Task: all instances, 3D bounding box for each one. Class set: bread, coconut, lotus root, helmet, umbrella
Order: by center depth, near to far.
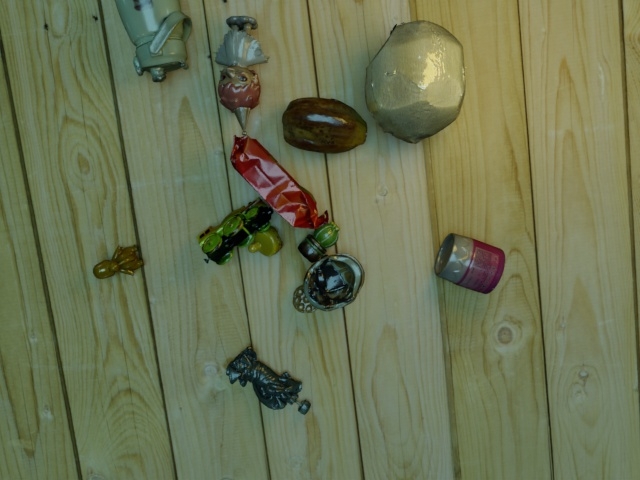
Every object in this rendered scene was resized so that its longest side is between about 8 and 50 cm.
[{"bbox_3d":[0.308,-0.502,1.712,0.346,0.346,0.360,-2,89,0],"label":"coconut"},{"bbox_3d":[0.018,-0.399,1.814,0.291,0.193,0.193,9,96,1],"label":"lotus root"},{"bbox_3d":[0.039,0.143,1.887,0.224,0.130,0.198,-34,100,-8],"label":"helmet"},{"bbox_3d":[-0.052,0.218,1.946,0.110,0.024,0.110,0,97,-2],"label":"bread"},{"bbox_3d":[-0.183,0.537,1.949,0.349,0.094,0.143,38,99,-6],"label":"umbrella"}]

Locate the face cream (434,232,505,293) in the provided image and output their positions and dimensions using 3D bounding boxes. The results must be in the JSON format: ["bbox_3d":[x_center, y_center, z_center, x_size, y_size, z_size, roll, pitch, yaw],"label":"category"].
[{"bbox_3d":[0.527,0.081,1.862,0.195,0.175,0.175,19,96,-4],"label":"face cream"}]

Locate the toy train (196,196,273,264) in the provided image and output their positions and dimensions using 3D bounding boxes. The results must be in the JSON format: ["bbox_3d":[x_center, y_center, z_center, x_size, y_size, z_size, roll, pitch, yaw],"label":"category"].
[{"bbox_3d":[-0.299,-0.039,1.849,0.296,0.160,0.100,-38,126,0],"label":"toy train"}]

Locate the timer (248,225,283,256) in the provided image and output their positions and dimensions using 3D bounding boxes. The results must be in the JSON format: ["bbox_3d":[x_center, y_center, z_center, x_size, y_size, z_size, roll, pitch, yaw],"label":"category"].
[{"bbox_3d":[-0.197,0.008,1.879,0.107,0.109,0.107,19,122,33],"label":"timer"}]

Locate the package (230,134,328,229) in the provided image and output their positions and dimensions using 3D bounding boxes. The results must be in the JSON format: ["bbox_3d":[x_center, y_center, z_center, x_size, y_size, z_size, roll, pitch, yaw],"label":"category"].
[{"bbox_3d":[-0.148,-0.192,1.814,0.423,0.196,0.123,45,99,-6],"label":"package"}]

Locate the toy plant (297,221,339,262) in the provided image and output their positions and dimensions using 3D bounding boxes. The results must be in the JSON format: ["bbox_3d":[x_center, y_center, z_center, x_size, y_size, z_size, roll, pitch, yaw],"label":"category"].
[{"bbox_3d":[0.000,0.000,1.889,0.162,0.093,0.093,-43,95,4],"label":"toy plant"}]

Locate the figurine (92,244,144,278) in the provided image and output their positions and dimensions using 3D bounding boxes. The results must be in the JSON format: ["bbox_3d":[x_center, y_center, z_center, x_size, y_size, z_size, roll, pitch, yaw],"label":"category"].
[{"bbox_3d":[-0.733,0.090,1.877,0.176,0.122,0.121,-24,99,1],"label":"figurine"}]

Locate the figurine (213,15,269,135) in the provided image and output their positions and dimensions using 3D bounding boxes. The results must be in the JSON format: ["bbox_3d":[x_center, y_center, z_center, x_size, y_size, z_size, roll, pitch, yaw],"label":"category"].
[{"bbox_3d":[-0.282,-0.556,1.789,0.207,0.166,0.387,6,93,16],"label":"figurine"}]

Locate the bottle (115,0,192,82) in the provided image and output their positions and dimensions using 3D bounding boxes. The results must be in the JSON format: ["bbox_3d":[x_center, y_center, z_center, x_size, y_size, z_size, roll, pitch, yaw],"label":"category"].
[{"bbox_3d":[-0.543,-0.716,1.745,0.229,0.229,0.351,-14,97,1],"label":"bottle"}]
